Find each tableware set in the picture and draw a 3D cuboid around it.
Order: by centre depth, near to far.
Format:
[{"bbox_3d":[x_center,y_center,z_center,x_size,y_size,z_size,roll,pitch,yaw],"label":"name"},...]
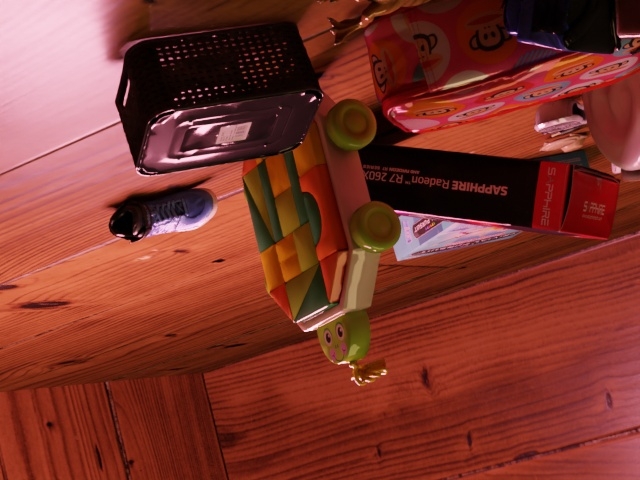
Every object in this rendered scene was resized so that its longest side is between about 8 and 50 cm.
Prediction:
[{"bbox_3d":[0.436,-0.173,2.219,0.168,0.020,0.141,-19,171,18],"label":"tableware set"}]

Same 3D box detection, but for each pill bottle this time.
[{"bbox_3d":[0.504,-0.200,1.710,0.318,0.176,0.176,-12,170,-16],"label":"pill bottle"}]

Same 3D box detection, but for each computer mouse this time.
[{"bbox_3d":[0.355,-0.183,1.989,0.106,0.042,0.193,-13,177,20],"label":"computer mouse"}]

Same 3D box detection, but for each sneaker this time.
[{"bbox_3d":[-0.222,-0.034,1.899,0.152,0.058,0.084,-12,-179,23],"label":"sneaker"}]

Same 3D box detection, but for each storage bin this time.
[{"bbox_3d":[-0.101,-0.138,1.355,0.180,0.084,0.122,-10,155,-21],"label":"storage bin"}]

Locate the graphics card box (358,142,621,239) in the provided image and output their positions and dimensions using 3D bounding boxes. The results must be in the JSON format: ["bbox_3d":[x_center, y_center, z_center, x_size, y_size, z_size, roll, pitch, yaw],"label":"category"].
[{"bbox_3d":[0.184,-0.069,1.817,0.370,0.094,0.233,9,-178,26],"label":"graphics card box"}]

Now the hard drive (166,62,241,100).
[{"bbox_3d":[-0.132,-0.153,1.477,0.094,0.022,0.135,-14,170,-7],"label":"hard drive"}]

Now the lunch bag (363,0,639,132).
[{"bbox_3d":[0.202,-0.203,1.459,0.293,0.120,0.258,-15,174,11],"label":"lunch bag"}]

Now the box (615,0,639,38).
[{"bbox_3d":[0.445,-0.242,1.130,0.191,0.143,0.381,-11,-167,-36],"label":"box"}]

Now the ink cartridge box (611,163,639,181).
[{"bbox_3d":[0.552,-0.116,1.850,0.308,0.091,0.385,-1,-158,10],"label":"ink cartridge box"}]

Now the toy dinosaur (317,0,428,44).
[{"bbox_3d":[0.059,-0.224,1.250,0.112,0.064,0.211,-19,170,16],"label":"toy dinosaur"}]

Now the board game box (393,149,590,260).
[{"bbox_3d":[0.303,-0.058,2.487,0.253,0.079,0.336,-11,169,-21],"label":"board game box"}]

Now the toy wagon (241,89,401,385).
[{"bbox_3d":[0.000,0.000,1.584,0.068,0.344,0.267,-8,168,-27],"label":"toy wagon"}]

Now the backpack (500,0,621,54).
[{"bbox_3d":[0.224,-0.238,1.265,0.101,0.120,0.098,18,-164,36],"label":"backpack"}]
